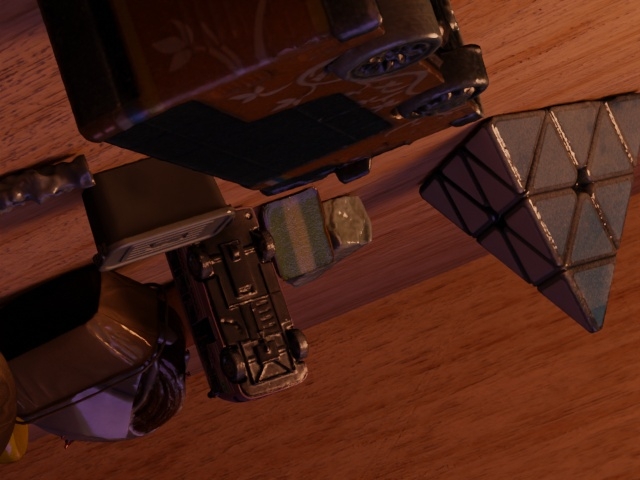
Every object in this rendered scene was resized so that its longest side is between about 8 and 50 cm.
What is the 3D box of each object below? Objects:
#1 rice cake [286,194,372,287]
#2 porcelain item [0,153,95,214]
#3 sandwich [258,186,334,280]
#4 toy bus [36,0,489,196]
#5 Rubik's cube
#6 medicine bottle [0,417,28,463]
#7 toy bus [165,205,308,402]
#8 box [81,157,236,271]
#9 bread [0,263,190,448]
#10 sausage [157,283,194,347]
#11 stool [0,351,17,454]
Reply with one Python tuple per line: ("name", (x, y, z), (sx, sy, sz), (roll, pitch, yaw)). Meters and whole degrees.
("rice cake", (0.000, 0.000, 1.878), (0.063, 0.069, 0.206), (-15, 168, -26))
("porcelain item", (-0.211, -0.040, 1.148), (0.083, 0.028, 0.036), (-19, 175, -2))
("sandwich", (-0.024, -0.006, 1.720), (0.074, 0.074, 0.116), (-21, 173, -6))
("toy bus", (-0.020, -0.112, 0.756), (0.167, 0.139, 0.275), (-21, 171, 14))
("Rubik's cube", (0.259, -0.066, 1.824), (0.228, 0.229, 0.233), (16, -151, -6))
("medicine bottle", (-0.501, 0.242, 2.022), (0.212, 0.122, 0.122), (-6, 172, 0))
("toy bus", (-0.093, 0.073, 1.630), (0.096, 0.199, 0.108), (-16, 174, -30))
("box", (-0.139, -0.028, 1.280), (0.122, 0.069, 0.084), (-18, 170, -21))
("bread", (-0.248, 0.129, 1.700), (0.224, 0.142, 0.212), (-25, 136, 21))
("sausage", (-0.218, 0.115, 2.029), (0.289, 0.086, 0.086), (-28, 170, 36))
("stool", (-0.408, 0.155, 1.430), (0.179, 0.179, 0.264), (-22, 172, 5))
